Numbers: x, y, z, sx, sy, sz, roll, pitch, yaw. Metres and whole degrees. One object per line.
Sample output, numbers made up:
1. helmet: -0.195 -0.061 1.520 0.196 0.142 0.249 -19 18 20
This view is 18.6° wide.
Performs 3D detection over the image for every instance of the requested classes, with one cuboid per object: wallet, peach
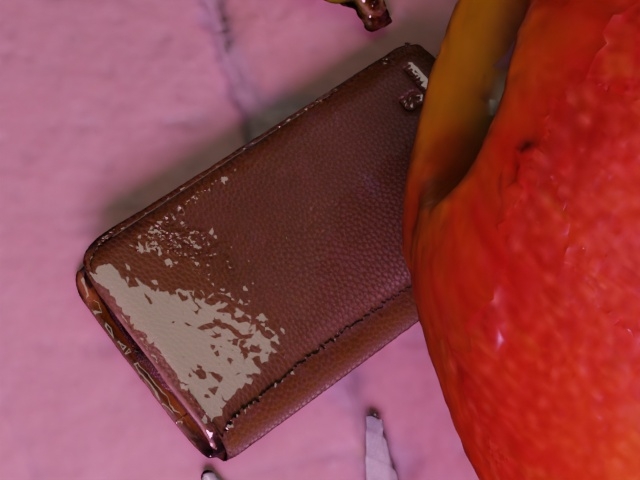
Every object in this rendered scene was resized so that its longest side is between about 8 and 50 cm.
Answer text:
1. wallet: 0.000 0.000 0.846 0.198 0.031 0.110 -34 79 -24
2. peach: 0.214 0.004 0.750 0.372 0.290 0.373 6 70 -16

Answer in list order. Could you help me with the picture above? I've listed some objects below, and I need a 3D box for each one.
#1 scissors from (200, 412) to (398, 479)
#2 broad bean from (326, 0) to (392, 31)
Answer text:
1. scissors: 0.031 0.194 0.784 0.144 0.017 0.248 -16 71 -20
2. broad bean: -0.044 -0.175 0.891 0.213 0.070 0.048 40 82 -6
